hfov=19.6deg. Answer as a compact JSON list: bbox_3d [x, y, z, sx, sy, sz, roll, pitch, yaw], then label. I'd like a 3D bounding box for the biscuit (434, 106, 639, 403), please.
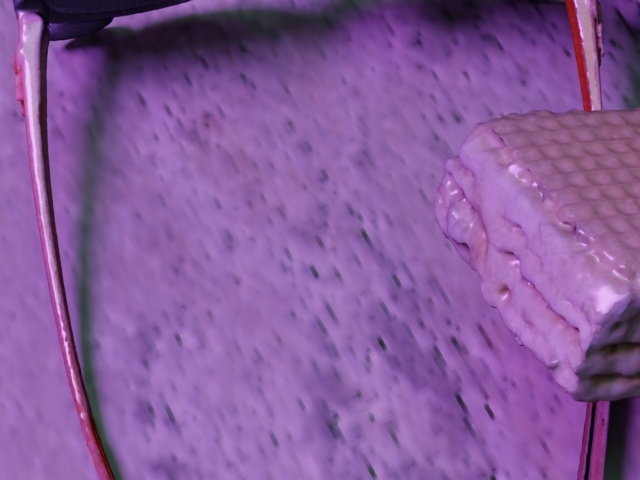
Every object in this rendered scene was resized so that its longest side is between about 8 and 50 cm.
[{"bbox_3d":[0.163,-0.005,0.648,0.239,0.061,0.108,-4,38,-26],"label":"biscuit"}]

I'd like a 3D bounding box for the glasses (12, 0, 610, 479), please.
[{"bbox_3d":[0.000,0.000,0.729,0.234,0.118,0.268,-4,80,0],"label":"glasses"}]
